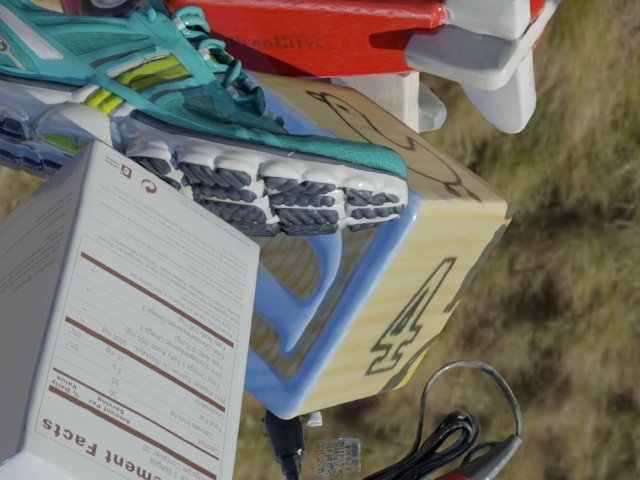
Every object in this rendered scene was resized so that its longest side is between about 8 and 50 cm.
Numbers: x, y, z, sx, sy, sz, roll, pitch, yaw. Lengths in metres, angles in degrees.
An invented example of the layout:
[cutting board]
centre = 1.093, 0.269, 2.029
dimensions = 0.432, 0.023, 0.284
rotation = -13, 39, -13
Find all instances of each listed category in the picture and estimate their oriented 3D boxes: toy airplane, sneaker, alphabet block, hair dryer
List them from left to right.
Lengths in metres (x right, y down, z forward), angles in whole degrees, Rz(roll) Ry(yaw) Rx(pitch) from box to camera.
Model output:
[sneaker]
centre = -0.080, -0.077, 0.729
dimensions = 0.275, 0.110, 0.107
rotation = 19, 164, 4
[alphabet block]
centre = 0.000, 0.000, 1.049
dimensions = 0.192, 0.197, 0.193
rotation = 39, 108, 20
[toy airplane]
centre = 0.017, -0.224, 1.128
dimensions = 0.384, 0.272, 0.386
rotation = 30, 137, -21
[hair dryer]
centre = 0.040, 0.229, 1.026
dimensions = 0.224, 0.293, 0.080
rotation = -14, 147, 24

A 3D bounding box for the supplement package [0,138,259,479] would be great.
[supplement package]
centre = -0.105, 0.065, 0.618
dimensions = 0.105, 0.179, 0.105
rotation = 34, 130, -28
